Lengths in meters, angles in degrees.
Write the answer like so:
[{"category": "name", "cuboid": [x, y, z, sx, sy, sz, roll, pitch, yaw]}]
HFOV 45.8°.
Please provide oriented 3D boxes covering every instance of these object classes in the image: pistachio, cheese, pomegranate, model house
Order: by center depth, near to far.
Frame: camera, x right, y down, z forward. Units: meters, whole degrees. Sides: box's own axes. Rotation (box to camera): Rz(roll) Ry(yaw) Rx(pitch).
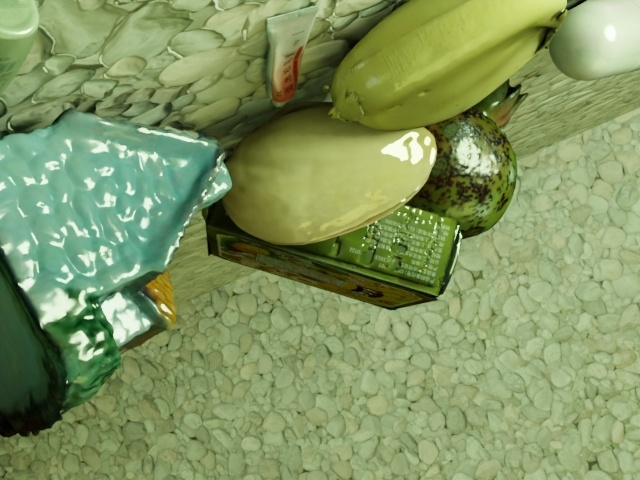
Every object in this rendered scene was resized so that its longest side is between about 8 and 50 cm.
[{"category": "model house", "cuboid": [-0.286, 0.022, 0.939, 0.339, 0.297, 0.360, -32, -178, -42]}, {"category": "cheese", "cuboid": [0.148, -0.238, 0.965, 0.316, 0.128, 0.259, -30, 166, 9]}, {"category": "pistachio", "cuboid": [0.010, -0.102, 1.105, 0.318, 0.213, 0.193, -9, 162, 4]}, {"category": "pomegranate", "cuboid": [0.255, -0.176, 1.417, 0.340, 0.285, 0.285, -55, 180, -10]}]

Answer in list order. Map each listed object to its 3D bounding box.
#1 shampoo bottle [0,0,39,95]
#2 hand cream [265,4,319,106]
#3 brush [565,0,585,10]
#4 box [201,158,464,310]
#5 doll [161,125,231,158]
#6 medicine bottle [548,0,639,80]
[{"category": "shampoo bottle", "cuboid": [-0.297, -0.129, 0.619, 0.212, 0.049, 0.072, -29, 172, 40]}, {"category": "hand cream", "cuboid": [-0.040, -0.214, 0.904, 0.052, 0.038, 0.216, -49, 177, -15]}, {"category": "brush", "cuboid": [0.406, -0.369, 1.100, 0.299, 0.042, 0.039, -24, 134, 7]}, {"category": "box", "cuboid": [0.000, 0.000, 1.384, 0.420, 0.138, 0.373, 18, 169, -4]}, {"category": "doll", "cuboid": [-0.204, -0.118, 1.027, 0.227, 0.057, 0.114, -11, 163, -46]}, {"category": "medicine bottle", "cuboid": [0.515, -0.345, 1.263, 0.341, 0.130, 0.130, -19, 173, -34]}]
